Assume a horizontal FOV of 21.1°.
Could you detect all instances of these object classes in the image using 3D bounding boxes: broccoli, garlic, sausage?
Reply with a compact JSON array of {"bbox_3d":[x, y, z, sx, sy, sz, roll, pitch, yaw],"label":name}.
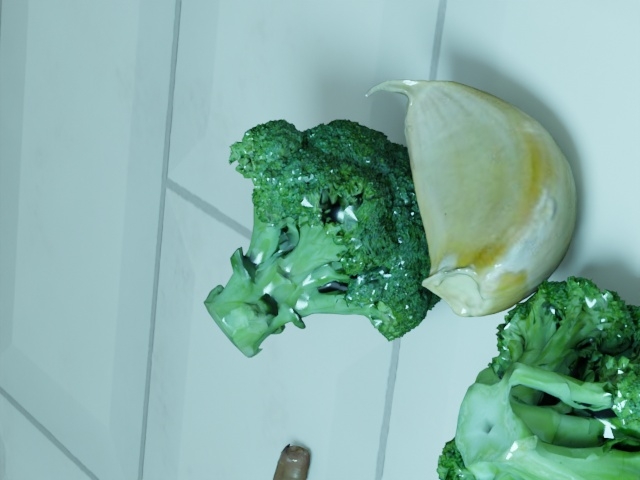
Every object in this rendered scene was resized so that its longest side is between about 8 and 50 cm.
[{"bbox_3d":[0.000,0.000,1.721,0.270,0.270,0.270,-40,54,2],"label":"broccoli"},{"bbox_3d":[0.147,-0.048,1.594,0.145,0.164,0.244,116,143,-53],"label":"garlic"},{"bbox_3d":[-0.046,0.320,2.049,0.043,0.043,0.186,44,130,41],"label":"sausage"},{"bbox_3d":[0.221,0.172,1.454,0.308,0.275,0.307,-26,52,39],"label":"broccoli"}]
